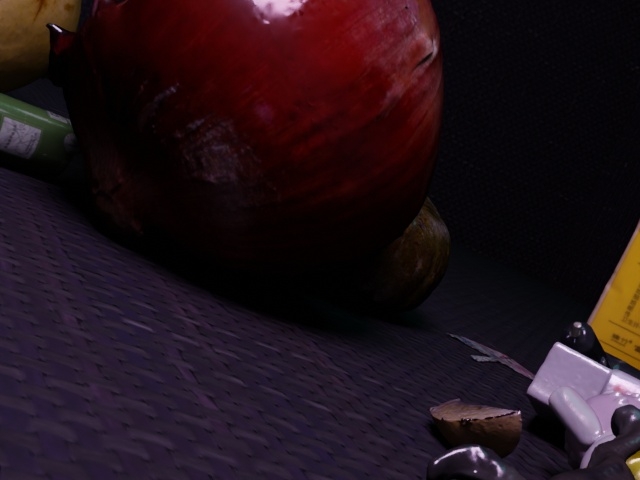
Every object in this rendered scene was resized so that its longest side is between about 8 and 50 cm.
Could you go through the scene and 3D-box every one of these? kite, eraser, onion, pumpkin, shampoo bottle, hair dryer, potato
[{"bbox_3d":[0.204,0.137,1.050,0.137,0.005,0.152,27,7,19],"label":"kite"},{"bbox_3d":[0.280,0.165,0.755,0.210,0.068,0.124,28,-6,23],"label":"eraser"},{"bbox_3d":[-0.045,-0.113,0.785,0.341,0.341,0.341,25,6,-3],"label":"onion"},{"bbox_3d":[0.038,-0.011,1.008,0.219,0.162,0.219,44,18,-18],"label":"pumpkin"},{"bbox_3d":[-0.284,-0.103,0.820,0.204,0.065,0.065,20,8,-42],"label":"shampoo bottle"},{"bbox_3d":[0.277,0.128,0.887,0.124,0.071,0.219,29,-12,39],"label":"hair dryer"},{"bbox_3d":[0.098,0.128,0.602,0.037,0.036,0.093,-14,-1,-17],"label":"potato"}]

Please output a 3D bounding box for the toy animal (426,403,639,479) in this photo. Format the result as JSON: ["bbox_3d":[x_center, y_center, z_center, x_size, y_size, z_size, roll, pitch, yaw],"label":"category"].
[{"bbox_3d":[0.164,0.151,0.415,0.233,0.084,0.148,35,12,39],"label":"toy animal"}]

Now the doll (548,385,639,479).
[{"bbox_3d":[0.203,0.147,0.602,0.129,0.081,0.207,43,11,11],"label":"doll"}]

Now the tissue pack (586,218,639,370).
[{"bbox_3d":[0.517,0.129,1.072,0.382,0.293,0.228,27,11,18],"label":"tissue pack"}]

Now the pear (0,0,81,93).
[{"bbox_3d":[-0.416,-0.309,1.009,0.309,0.309,0.309,25,6,-3],"label":"pear"}]
